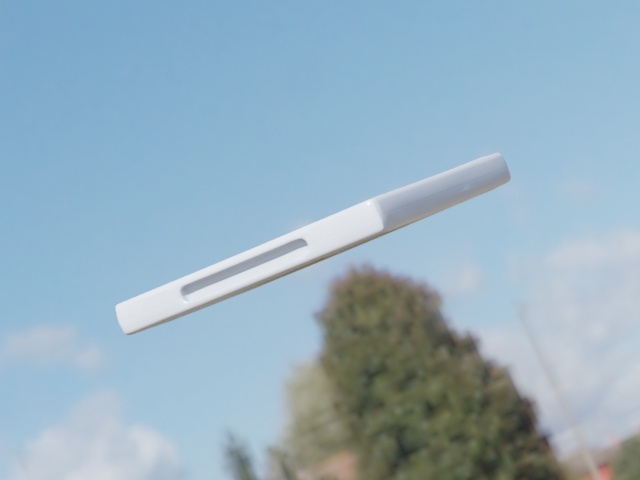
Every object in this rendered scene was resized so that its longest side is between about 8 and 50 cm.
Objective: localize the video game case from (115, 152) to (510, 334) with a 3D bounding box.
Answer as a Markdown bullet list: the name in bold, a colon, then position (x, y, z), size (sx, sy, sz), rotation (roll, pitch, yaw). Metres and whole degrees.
- **video game case**: position (0.000, 0.000, 0.929), size (0.143, 0.019, 0.157), rotation (-23, -1, 28)
